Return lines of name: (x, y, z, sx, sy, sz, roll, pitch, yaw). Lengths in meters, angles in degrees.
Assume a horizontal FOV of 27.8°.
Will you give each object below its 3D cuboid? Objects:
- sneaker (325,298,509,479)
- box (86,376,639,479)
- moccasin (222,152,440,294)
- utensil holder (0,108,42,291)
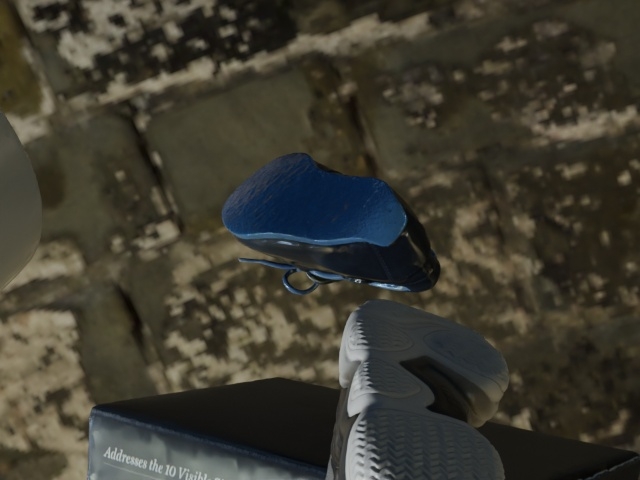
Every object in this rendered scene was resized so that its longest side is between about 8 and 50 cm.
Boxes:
sneaker: (0.036, 0.139, 0.738, 0.101, 0.153, 0.268, 21, 19, -1)
box: (0.020, 0.411, 1.259, 0.480, 0.472, 0.297, 7, 8, 40)
moccasin: (0.000, 0.000, 1.314, 0.138, 0.117, 0.342, -47, 25, -7)
utensil holder: (-0.471, 0.024, 1.093, 0.327, 0.328, 0.385, -3, 32, 37)
